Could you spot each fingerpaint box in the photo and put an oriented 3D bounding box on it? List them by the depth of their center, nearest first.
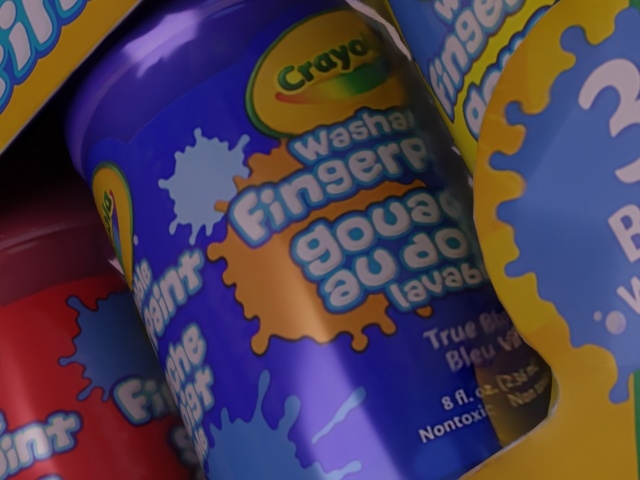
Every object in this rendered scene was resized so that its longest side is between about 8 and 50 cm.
[{"bbox_3d":[0.000,0.000,0.643,0.445,0.163,0.371,-40,61,32],"label":"fingerpaint box"}]
